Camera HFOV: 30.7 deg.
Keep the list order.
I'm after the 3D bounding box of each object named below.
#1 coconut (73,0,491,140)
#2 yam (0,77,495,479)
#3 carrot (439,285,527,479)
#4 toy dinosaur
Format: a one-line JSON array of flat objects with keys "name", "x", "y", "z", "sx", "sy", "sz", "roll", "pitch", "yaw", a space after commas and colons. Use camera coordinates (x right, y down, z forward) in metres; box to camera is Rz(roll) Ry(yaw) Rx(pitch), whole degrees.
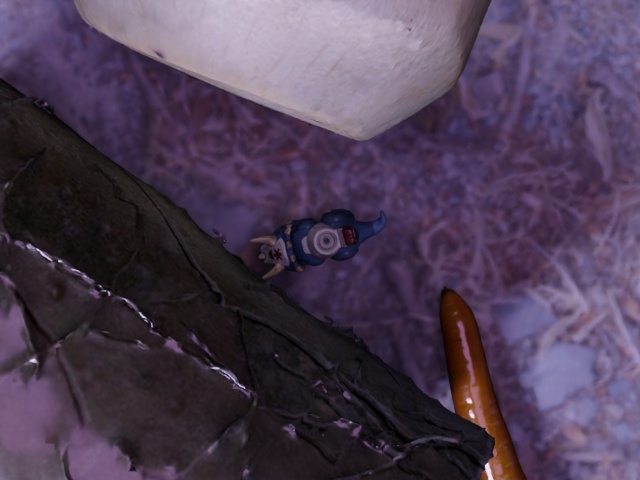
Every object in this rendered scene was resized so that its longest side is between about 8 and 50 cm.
[{"name": "coconut", "x": -0.007, "y": -0.192, "z": 0.591, "sx": 0.245, "sy": 0.245, "sz": 0.247, "roll": 21, "pitch": 94, "yaw": -7}, {"name": "yam", "x": -0.113, "y": 0.086, "z": 0.626, "sx": 0.348, "sy": 0.241, "sz": 0.241, "roll": 39, "pitch": 93, "yaw": -5}, {"name": "carrot", "x": 0.105, "y": 0.120, "z": 0.743, "sx": 0.037, "sy": 0.037, "sz": 0.190, "roll": -19, "pitch": 97, "yaw": -2}, {"name": "toy dinosaur", "x": 0.000, "y": 0.000, "z": 0.712, "sx": 0.083, "sy": 0.047, "sz": 0.030, "roll": -16, "pitch": 97, "yaw": -2}]
